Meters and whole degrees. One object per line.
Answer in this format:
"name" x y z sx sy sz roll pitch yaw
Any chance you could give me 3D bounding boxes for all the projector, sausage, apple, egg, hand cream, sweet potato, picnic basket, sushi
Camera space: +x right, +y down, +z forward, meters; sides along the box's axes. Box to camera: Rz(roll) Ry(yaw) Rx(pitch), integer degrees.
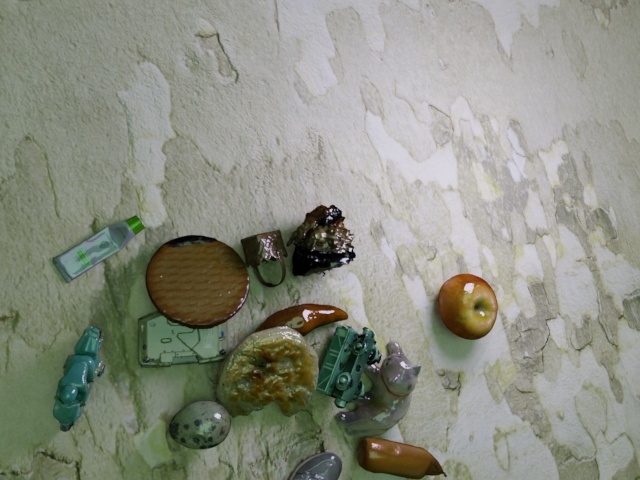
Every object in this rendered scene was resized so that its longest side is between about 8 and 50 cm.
"projector" -0.416 0.284 1.668 0.270 0.088 0.193 -1 85 -19
"sausage" 0.279 0.737 1.827 0.328 0.112 0.112 18 76 -16
"apple" 0.521 0.235 1.956 0.210 0.173 0.234 3 89 -23
"egg" -0.357 0.547 1.619 0.182 0.141 0.141 -3 83 -9
"hand cream" -0.666 0.015 1.654 0.275 0.050 0.079 -35 66 -16
"sweet potato" -0.076 0.265 1.779 0.359 0.112 0.112 -18 88 -19
"picnic basket" -0.173 0.064 1.762 0.138 0.128 0.178 -14 91 -49
"sushi" -0.001 -0.006 1.781 0.225 0.238 0.218 -15 103 -13

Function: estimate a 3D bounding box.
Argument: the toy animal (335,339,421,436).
"toy animal" 0.205 0.513 1.803 0.308 0.188 0.266 -18 97 -24

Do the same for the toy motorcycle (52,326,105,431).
"toy motorcycle" -0.675 0.383 1.508 0.109 0.198 0.296 16 75 -11

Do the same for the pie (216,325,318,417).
"pie" -0.162 0.418 1.700 0.338 0.075 0.337 -5 105 -18

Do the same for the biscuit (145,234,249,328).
"biscuit" -0.374 0.123 1.682 0.318 0.040 0.318 10 57 -15

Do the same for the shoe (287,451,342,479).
"shoe" -0.046 0.799 1.670 0.132 0.171 0.336 47 71 -6

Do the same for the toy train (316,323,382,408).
"toy train" 0.093 0.410 1.781 0.115 0.154 0.269 33 71 -34
